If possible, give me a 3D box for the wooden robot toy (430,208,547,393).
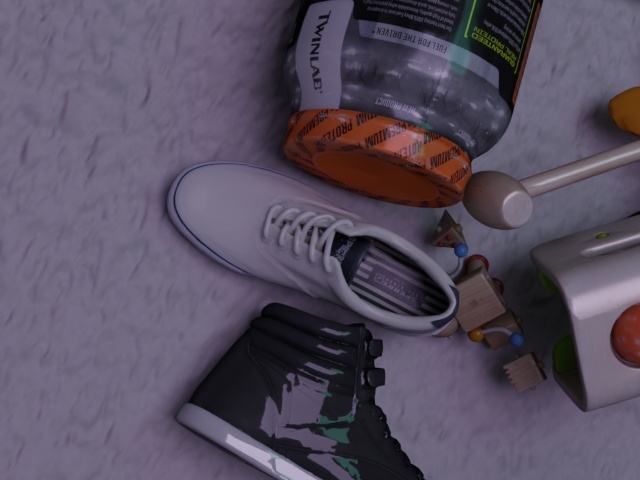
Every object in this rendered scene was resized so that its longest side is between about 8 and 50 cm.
[{"bbox_3d":[0.125,0.064,1.239,0.079,0.076,0.173,-30,98,13],"label":"wooden robot toy"}]

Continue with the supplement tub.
[{"bbox_3d":[0.085,-0.199,1.165,0.194,0.193,0.316,21,76,-19],"label":"supplement tub"}]

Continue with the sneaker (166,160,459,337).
[{"bbox_3d":[0.000,0.000,1.147,0.258,0.091,0.094,22,78,-5],"label":"sneaker"}]

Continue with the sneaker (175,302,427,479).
[{"bbox_3d":[0.043,0.156,1.158,0.296,0.104,0.147,31,79,-12],"label":"sneaker"}]

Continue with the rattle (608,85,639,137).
[{"bbox_3d":[0.369,-0.076,1.348,0.200,0.143,0.130,12,72,-66],"label":"rattle"}]

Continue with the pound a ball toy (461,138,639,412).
[{"bbox_3d":[0.297,0.014,1.173,0.319,0.136,0.208,-15,109,-6],"label":"pound a ball toy"}]

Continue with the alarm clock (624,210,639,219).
[{"bbox_3d":[0.312,0.046,1.305,0.129,0.064,0.192,43,68,-14],"label":"alarm clock"}]
